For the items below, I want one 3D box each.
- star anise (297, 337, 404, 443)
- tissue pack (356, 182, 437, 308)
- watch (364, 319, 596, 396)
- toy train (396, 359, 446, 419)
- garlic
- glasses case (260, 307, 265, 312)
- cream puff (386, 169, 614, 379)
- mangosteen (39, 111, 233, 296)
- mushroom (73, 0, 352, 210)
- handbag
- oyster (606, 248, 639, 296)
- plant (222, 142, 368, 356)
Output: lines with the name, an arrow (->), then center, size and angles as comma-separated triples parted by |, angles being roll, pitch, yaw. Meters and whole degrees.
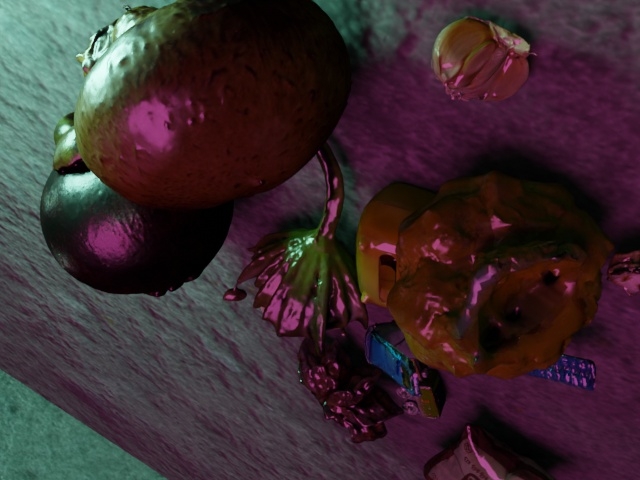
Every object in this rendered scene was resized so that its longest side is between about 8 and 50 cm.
star anise -> 0.038, 0.291, 1.323 | 0.236, 0.109, 0.223 | 36, 148, 19
tissue pack -> 0.115, 0.019, 1.009 | 0.123, 0.127, 0.178 | 16, 138, 21
watch -> 0.215, 0.169, 1.043 | 0.276, 0.068, 0.274 | 2, 180, -13
toy train -> 0.170, 0.241, 1.244 | 0.081, 0.060, 0.202 | -1, 128, 29
garlic -> 0.177, -0.199, 0.784 | 0.113, 0.074, 0.094 | 34, 106, -6
glasses case -> -0.025, 0.123, 1.278 | 0.196, 0.050, 0.083 | -5, 123, 40
cream puff -> 0.217, 0.044, 0.838 | 0.282, 0.282, 0.185 | 36, 177, 1
mangosteen -> -0.293, -0.084, 1.090 | 0.307, 0.307, 0.347 | -4, 109, 40
mushroom -> -0.132, -0.207, 0.859 | 0.331, 0.356, 0.334 | -4, 157, -17
handbag -> 0.316, 0.439, 1.277 | 0.213, 0.127, 0.235 | 29, 143, 6
oyster -> 0.499, 0.028, 0.780 | 0.345, 0.079, 0.128 | -6, 146, 38
plant -> -0.018, 0.014, 1.049 | 0.251, 0.180, 0.333 | 32, 143, 16
